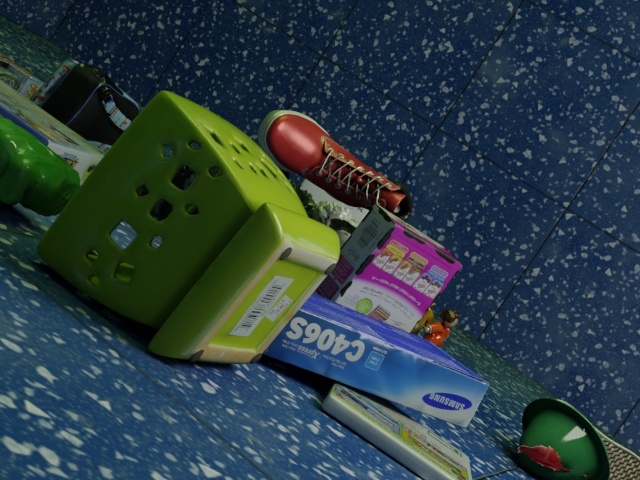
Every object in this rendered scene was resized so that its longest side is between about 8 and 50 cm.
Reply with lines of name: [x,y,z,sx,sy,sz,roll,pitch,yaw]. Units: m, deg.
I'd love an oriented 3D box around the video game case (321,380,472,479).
video game case: [0.101,0.248,1.400,0.212,0.023,0.193,34,5,3]

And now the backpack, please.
backpack: [-0.412,-0.223,1.945,0.117,0.158,0.173,43,5,21]

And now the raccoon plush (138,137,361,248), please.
raccoon plush: [-0.102,-0.048,1.851,0.299,0.216,0.446,28,7,-45]

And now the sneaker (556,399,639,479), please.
sneaker: [0.480,0.401,1.916,0.290,0.106,0.123,47,-24,8]

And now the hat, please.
hat: [0.345,0.369,1.777,0.173,0.183,0.208,-3,-66,52]

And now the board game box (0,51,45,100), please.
board game box: [-0.635,-0.332,2.143,0.194,0.060,0.194,33,5,7]

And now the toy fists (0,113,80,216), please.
toy fists: [-0.415,-0.121,1.295,0.279,0.096,0.142,34,-5,29]

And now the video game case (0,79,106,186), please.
video game case: [-0.473,-0.181,1.682,0.269,0.061,0.244,34,4,14]

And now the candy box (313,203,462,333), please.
candy box: [0.076,0.081,1.617,0.159,0.233,0.071,31,11,-37]

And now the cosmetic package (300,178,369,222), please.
cosmetic package: [0.000,0.000,2.009,0.138,0.224,0.224,35,5,10]

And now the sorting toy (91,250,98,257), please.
sorting toy: [-0.254,0.025,1.350,0.083,0.012,0.062,36,5,36]

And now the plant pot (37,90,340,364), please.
plant pot: [-0.125,0.007,1.191,0.207,0.228,0.227,43,8,22]

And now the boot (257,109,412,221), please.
boot: [0.032,-0.106,1.623,0.244,0.088,0.176,32,-2,-42]

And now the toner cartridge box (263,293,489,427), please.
toner cartridge box: [0.047,0.145,1.484,0.348,0.075,0.165,24,6,-30]

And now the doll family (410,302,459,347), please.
doll family: [0.158,0.139,2.017,0.118,0.163,0.263,36,5,27]
